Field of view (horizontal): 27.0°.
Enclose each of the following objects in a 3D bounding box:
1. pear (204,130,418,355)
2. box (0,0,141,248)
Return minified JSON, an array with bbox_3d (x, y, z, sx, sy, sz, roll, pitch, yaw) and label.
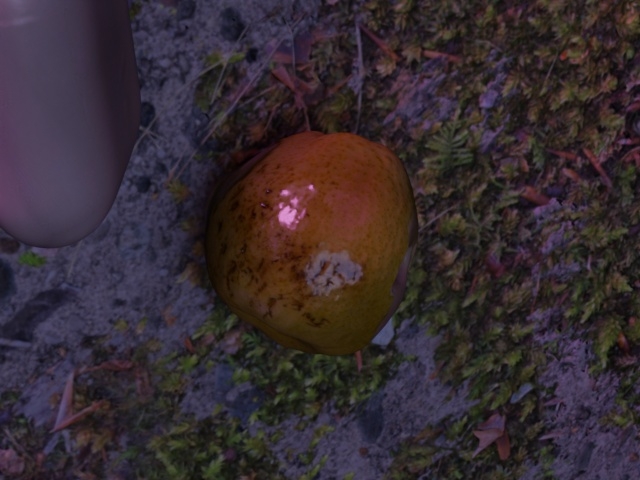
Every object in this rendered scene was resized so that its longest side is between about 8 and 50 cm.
[{"bbox_3d":[0.000,0.000,1.531,0.271,0.271,0.271,-10,114,-23],"label":"pear"},{"bbox_3d":[-0.267,-0.188,1.299,0.141,0.288,0.349,-1,122,5],"label":"box"}]
